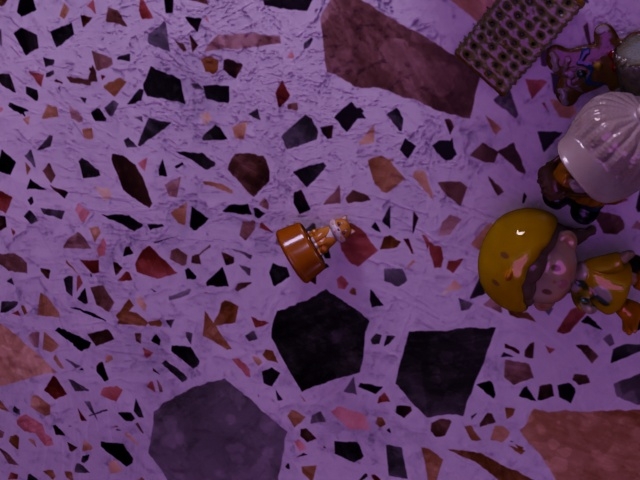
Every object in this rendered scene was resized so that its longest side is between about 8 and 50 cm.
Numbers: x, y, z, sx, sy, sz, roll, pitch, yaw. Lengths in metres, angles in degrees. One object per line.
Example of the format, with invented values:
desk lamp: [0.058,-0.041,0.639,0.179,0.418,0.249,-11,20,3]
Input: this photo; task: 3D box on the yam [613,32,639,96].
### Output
yam: [0.589,-0.261,1.678,0.107,0.107,0.194,-9,130,23]

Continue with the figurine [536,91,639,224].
figurine: [0.507,-0.149,1.689,0.185,0.332,0.204,27,88,4]

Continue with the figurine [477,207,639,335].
figurine: [0.479,0.069,1.857,0.344,0.187,0.215,21,111,1]

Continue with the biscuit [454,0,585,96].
biscuit: [0.364,-0.395,1.756,0.139,0.016,0.231,42,121,2]

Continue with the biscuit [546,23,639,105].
biscuit: [0.524,-0.328,1.733,0.205,0.031,0.138,-12,110,22]

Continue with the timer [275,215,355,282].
timer: [0.000,0.000,2.033,0.152,0.132,0.132,-30,103,5]
